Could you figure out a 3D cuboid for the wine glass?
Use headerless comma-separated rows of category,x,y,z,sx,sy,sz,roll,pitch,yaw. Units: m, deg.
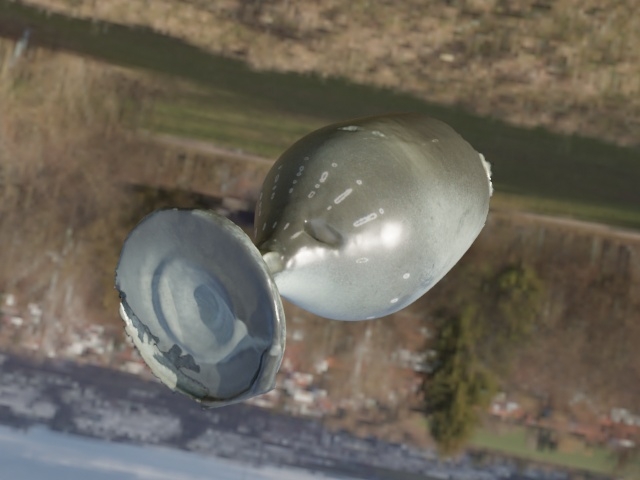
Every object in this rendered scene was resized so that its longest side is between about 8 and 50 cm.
wine glass,0.000,0.000,0.807,0.126,0.126,0.241,4,-160,35
